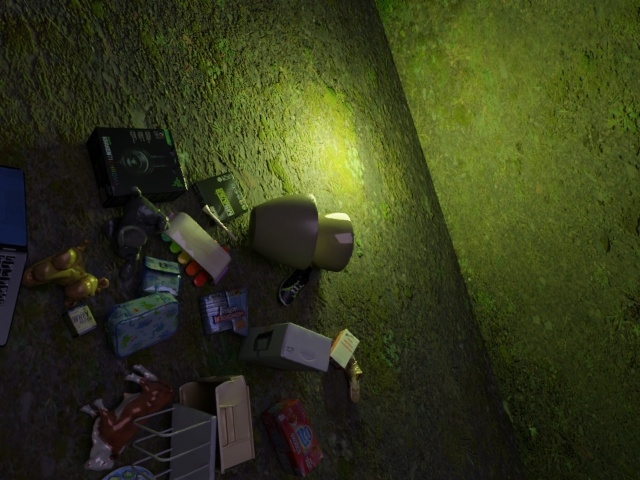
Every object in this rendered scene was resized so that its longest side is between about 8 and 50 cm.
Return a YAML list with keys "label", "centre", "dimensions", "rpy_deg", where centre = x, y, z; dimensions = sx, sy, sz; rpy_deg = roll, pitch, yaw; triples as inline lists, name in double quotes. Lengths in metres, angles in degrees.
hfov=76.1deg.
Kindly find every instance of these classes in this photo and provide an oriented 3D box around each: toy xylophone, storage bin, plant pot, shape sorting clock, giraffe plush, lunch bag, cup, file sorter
- label: "toy xylophone"
  centre: [-0.460, 0.012, 1.574]
  dimensions: [0.323, 0.081, 0.236]
  rpy_deg: [54, 48, -14]
- label: "storage bin"
  centre: [-0.349, 0.589, 1.349]
  dimensions: [0.123, 0.262, 0.260]
  rpy_deg: [4, 73, -43]
- label: "plant pot"
  centre: [0.000, 0.000, 1.886]
  dimensions: [0.191, 0.284, 0.284]
  rpy_deg: [6, 71, -26]
- label: "shape sorting clock"
  centre: [-0.586, 0.787, 1.219]
  dimensions: [0.206, 0.040, 0.206]
  rpy_deg: [16, 65, -38]
- label: "giraffe plush"
  centre: [-0.756, 0.116, 1.239]
  dimensions: [0.210, 0.181, 0.170]
  rpy_deg: [-84, 151, -70]
- label: "lunch bag"
  centre: [-0.575, 0.270, 1.328]
  dimensions: [0.219, 0.090, 0.176]
  rpy_deg: [-21, 135, -42]
- label: "cup"
  centre: [-0.174, -0.045, 1.730]
  dimensions: [0.237, 0.331, 0.331]
  rpy_deg: [4, 72, -19]
- label: "file sorter"
  centre: [-0.440, 0.661, 1.203]
  dimensions: [0.173, 0.192, 0.278]
  rpy_deg: [5, 85, -54]
- label: "lunch bag"
  centre: [-0.563, 0.133, 1.436]
  dimensions: [0.128, 0.096, 0.151]
  rpy_deg: [18, 49, -34]

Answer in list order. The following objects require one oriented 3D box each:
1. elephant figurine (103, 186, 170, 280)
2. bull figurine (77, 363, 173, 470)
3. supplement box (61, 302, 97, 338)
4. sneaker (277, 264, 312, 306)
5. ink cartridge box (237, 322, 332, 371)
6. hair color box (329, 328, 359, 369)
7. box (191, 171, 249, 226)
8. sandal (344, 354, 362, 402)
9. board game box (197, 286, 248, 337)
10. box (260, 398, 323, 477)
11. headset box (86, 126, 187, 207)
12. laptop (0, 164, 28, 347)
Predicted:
- label: "elephant figurine"
  centre: [-0.632, -0.016, 1.359]
  dimensions: [0.186, 0.169, 0.239]
  rpy_deg: [42, 64, -9]
- label: "bull figurine"
  centre: [-0.604, 0.532, 1.248]
  dimensions: [0.310, 0.101, 0.188]
  rpy_deg: [-42, 103, -42]
- label: "supplement box"
  centre: [-0.733, 0.244, 1.243]
  dimensions: [0.056, 0.083, 0.083]
  rpy_deg: [-28, 94, -45]
- label: "sneaker"
  centre: [-0.108, 0.186, 1.824]
  dimensions: [0.084, 0.097, 0.235]
  rpy_deg: [45, 50, -21]
- label: "ink cartridge box"
  centre: [-0.138, 0.417, 1.571]
  dimensions: [0.226, 0.306, 0.131]
  rpy_deg: [29, 58, -33]
- label: "hair color box"
  centre: [0.104, 0.513, 1.926]
  dimensions: [0.093, 0.053, 0.167]
  rpy_deg: [44, 51, -5]
- label: "box"
  centre: [-0.414, -0.176, 1.707]
  dimensions: [0.184, 0.045, 0.191]
  rpy_deg: [-29, 95, -46]
- label: "sandal"
  centre: [0.169, 0.639, 1.933]
  dimensions: [0.088, 0.079, 0.240]
  rpy_deg: [7, 71, -41]
- label: "board game box"
  centre: [-0.358, 0.294, 1.585]
  dimensions: [0.194, 0.060, 0.194]
  rpy_deg: [-8, 80, -44]
- label: "box"
  centre: [-0.111, 0.765, 1.599]
  dimensions: [0.122, 0.128, 0.257]
  rpy_deg: [-24, 92, -44]
- label: "headset box"
  centre: [-0.644, -0.263, 1.467]
  dimensions: [0.283, 0.131, 0.246]
  rpy_deg: [-12, 84, -44]
- label: "laptop"
  centre: [-0.943, 0.027, 0.958]
  dimensions: [0.382, 0.236, 0.408]
  rpy_deg: [8, 69, -23]
